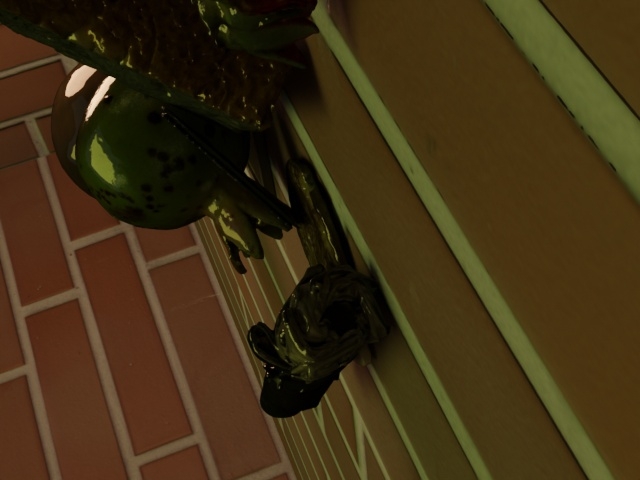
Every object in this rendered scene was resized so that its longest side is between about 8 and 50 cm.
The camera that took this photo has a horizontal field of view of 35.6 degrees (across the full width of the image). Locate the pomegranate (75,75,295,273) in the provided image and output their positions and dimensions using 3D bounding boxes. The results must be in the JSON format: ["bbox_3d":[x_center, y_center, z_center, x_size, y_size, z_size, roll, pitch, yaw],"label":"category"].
[{"bbox_3d":[-0.163,-0.095,1.234,0.286,0.231,0.231,41,177,-14],"label":"pomegranate"}]

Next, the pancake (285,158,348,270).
[{"bbox_3d":[-0.001,0.000,1.075,0.199,0.021,0.199,161,90,-81],"label":"pancake"}]

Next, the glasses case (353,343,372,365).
[{"bbox_3d":[0.037,0.111,1.076,0.083,0.021,0.032,-143,38,-71],"label":"glasses case"}]

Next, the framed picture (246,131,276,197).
[{"bbox_3d":[-0.123,-0.192,1.369,0.189,0.023,0.260,81,166,-47],"label":"framed picture"}]

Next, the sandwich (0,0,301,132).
[{"bbox_3d":[-0.183,-0.199,0.962,0.271,0.301,0.099,-176,110,-80],"label":"sandwich"}]

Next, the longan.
[{"bbox_3d":[-0.337,-0.202,1.813,0.319,0.319,0.318,161,90,-81],"label":"longan"}]

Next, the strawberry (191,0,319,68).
[{"bbox_3d":[-0.059,-0.245,0.712,0.174,0.098,0.228,55,-160,-59],"label":"strawberry"}]

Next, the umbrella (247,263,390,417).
[{"bbox_3d":[-0.024,0.119,1.044,0.106,0.113,0.357,49,159,10],"label":"umbrella"}]

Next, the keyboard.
[{"bbox_3d":[-0.100,-0.078,1.093,0.196,0.015,0.074,41,-177,-13],"label":"keyboard"}]
